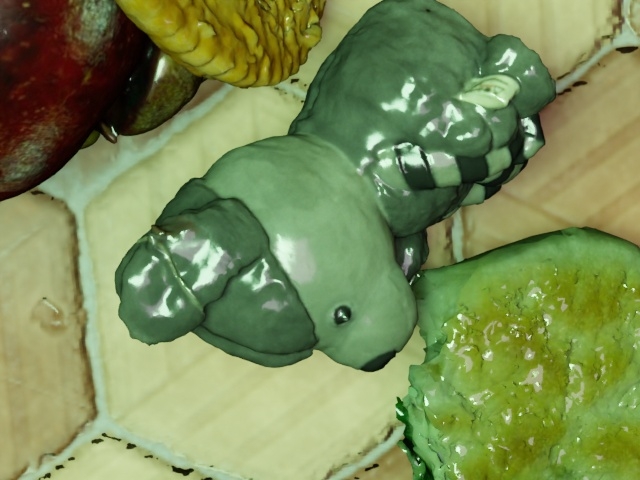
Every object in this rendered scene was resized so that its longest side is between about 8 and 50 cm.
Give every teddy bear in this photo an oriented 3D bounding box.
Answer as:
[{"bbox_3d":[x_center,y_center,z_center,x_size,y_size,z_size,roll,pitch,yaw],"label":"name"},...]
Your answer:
[{"bbox_3d":[0.008,-0.008,1.018,0.251,0.171,0.144,-45,90,-9],"label":"teddy bear"}]

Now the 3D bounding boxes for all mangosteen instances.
[{"bbox_3d":[-0.159,-0.124,0.971,0.257,0.215,0.215,2,100,-37],"label":"mangosteen"}]

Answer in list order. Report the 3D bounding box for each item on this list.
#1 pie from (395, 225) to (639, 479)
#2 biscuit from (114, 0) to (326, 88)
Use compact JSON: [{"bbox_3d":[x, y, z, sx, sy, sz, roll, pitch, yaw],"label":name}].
[{"bbox_3d":[0.136,0.179,1.070,0.296,0.078,0.371,20,83,-18],"label":"pie"},{"bbox_3d":[-0.065,-0.196,0.946,0.035,0.254,0.254,-17,102,27],"label":"biscuit"}]
